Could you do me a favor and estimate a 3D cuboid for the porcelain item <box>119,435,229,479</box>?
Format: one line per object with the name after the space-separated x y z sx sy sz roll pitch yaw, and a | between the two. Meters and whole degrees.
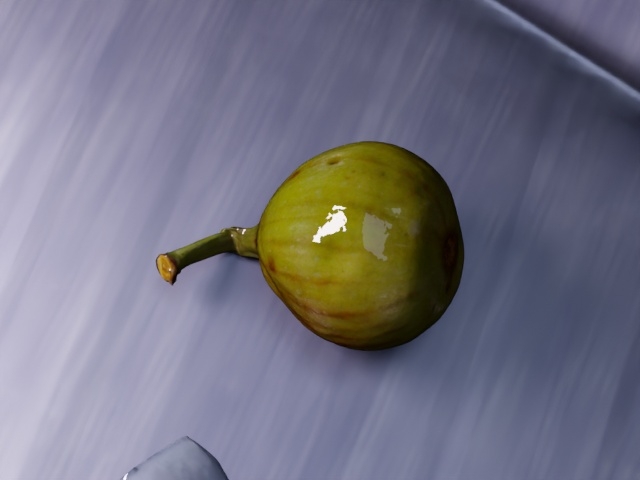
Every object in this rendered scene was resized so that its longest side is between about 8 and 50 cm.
0.000 0.319 0.929 0.405 0.178 0.242 44 96 9 | porcelain item

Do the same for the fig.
0.011 0.010 1.088 0.142 0.186 0.148 53 53 -30 | fig
